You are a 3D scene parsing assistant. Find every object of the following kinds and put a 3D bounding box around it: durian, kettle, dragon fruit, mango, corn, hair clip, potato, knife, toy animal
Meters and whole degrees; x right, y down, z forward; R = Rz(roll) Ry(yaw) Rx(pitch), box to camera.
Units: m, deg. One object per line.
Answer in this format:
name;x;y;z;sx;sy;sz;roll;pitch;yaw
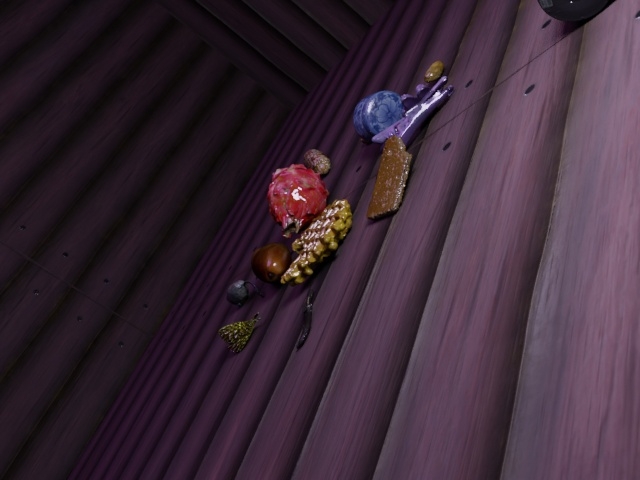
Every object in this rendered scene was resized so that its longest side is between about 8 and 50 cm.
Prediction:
durian;-0.247;0.272;1.861;0.100;0.086;0.215;-47;7;-35
kettle;0.551;-0.576;1.259;0.202;0.144;0.232;-12;38;39
dragon fruit;-0.074;-0.122;1.974;0.210;0.205;0.268;-14;42;25
mango;-0.154;0.068;1.953;0.133;0.111;0.267;-70;18;-1
corn;-0.013;-0.303;2.393;0.086;0.086;0.253;-52;17;6
hair clip;0.241;-0.329;1.669;0.090;0.137;0.278;39;94;39
potato;0.345;-0.507;1.865;0.092;0.046;0.045;-52;-23;-30
knife;-0.034;0.180;1.533;0.045;0.021;0.222;-48;17;29
toy animal;-0.260;0.168;2.103;0.253;0.079;0.070;-28;30;57

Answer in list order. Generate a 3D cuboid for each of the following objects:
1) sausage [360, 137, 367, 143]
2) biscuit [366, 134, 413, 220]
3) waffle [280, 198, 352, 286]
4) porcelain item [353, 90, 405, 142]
sausage;0.180;-0.356;2.030;0.043;0.043;0.186;-60;17;-23
biscuit;0.182;-0.166;1.554;0.131;0.026;0.237;-17;52;59
waffle;0.000;0.000;1.747;0.260;0.069;0.293;-43;16;25
porcelain item;0.182;-0.367;1.849;0.147;0.147;0.114;-56;17;-8
